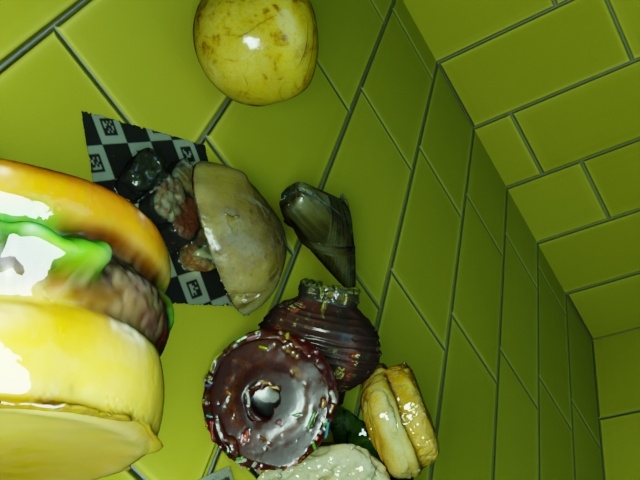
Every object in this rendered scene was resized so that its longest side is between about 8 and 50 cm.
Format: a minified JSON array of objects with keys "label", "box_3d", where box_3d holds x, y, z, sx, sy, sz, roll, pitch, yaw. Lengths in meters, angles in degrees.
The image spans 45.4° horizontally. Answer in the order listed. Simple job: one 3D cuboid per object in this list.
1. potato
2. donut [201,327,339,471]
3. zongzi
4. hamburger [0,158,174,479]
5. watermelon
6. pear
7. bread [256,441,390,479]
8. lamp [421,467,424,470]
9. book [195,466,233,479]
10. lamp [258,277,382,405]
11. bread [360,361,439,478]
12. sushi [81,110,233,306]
[{"label":"potato","box_3d":[-0.133,-0.013,1.389,0.239,0.116,0.299,-64,136,-72]},{"label":"donut","box_3d":[-0.082,0.267,1.273,0.089,0.235,0.235,62,16,-70]},{"label":"zongzi","box_3d":[0.000,0.000,1.689,0.221,0.112,0.242,19,56,-57]},{"label":"hamburger","box_3d":[-0.347,0.090,0.779,0.396,0.396,0.277,32,45,-48]},{"label":"watermelon","box_3d":[0.121,0.474,1.610,0.301,0.123,0.129,55,10,-28]},{"label":"pear","box_3d":[-0.132,-0.419,1.592,0.281,0.281,0.280,39,41,-43]},{"label":"bread","box_3d":[0.022,0.445,1.326,0.224,0.211,0.183,12,68,-63]},{"label":"lamp","box_3d":[0.206,0.459,1.724,0.250,0.101,0.101,-49,117,-80]},{"label":"book","box_3d":[-0.160,0.458,1.212,0.118,0.012,0.172,-3,74,-60]},{"label":"lamp","box_3d":[-0.002,0.188,1.443,0.247,0.247,0.247,39,41,-43]},{"label":"bread","box_3d":[0.147,0.339,1.454,0.236,0.120,0.198,-82,152,-79]},{"label":"sushi","box_3d":[-0.250,-0.059,1.339,0.320,0.069,0.339,11,62,-57]}]
